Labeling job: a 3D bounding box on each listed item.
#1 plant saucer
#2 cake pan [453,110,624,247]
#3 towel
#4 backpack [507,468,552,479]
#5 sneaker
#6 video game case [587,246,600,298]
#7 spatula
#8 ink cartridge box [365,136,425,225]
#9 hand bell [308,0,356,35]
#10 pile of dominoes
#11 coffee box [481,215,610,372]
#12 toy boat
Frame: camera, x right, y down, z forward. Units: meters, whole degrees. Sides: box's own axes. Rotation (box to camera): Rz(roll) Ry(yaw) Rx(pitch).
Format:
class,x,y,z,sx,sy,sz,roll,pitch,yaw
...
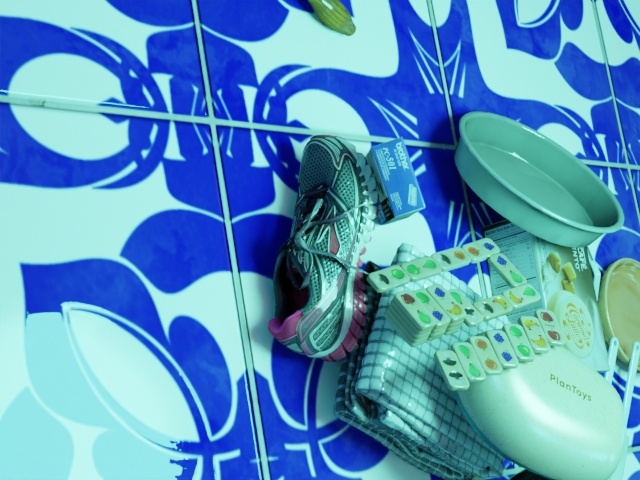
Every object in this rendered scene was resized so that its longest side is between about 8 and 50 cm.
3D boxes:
class,x,y,z,sx,sy,sz,roll,pitch,yaw
plant saucer,0.530,0.130,2.236,0.200,0.037,0.200,19,63,-41
cake pan,0.325,-0.089,1.992,0.293,0.054,0.293,24,28,-14
towel,0.139,0.173,1.764,0.283,0.121,0.235,35,55,-35
backpack,0.314,0.400,1.822,0.144,0.165,0.188,53,49,-20
sneaker,0.000,0.000,1.678,0.112,0.121,0.299,18,64,-38
video game case,0.424,0.043,2.104,0.122,0.011,0.087,-102,-175,-47
spatula,0.455,0.258,2.101,0.168,0.019,0.242,25,70,-34
ink cartridge box,0.096,-0.076,1.761,0.207,0.046,0.097,133,-61,-88
hand bell,-0.024,-0.353,1.816,0.242,0.126,0.126,37,51,-48
pile of dominoes,0.196,0.078,1.652,0.251,0.040,0.196,-16,54,-40
coffee box,0.347,0.090,2.016,0.141,0.098,0.247,5,73,-45
toy boat,0.253,0.265,1.665,0.267,0.148,0.318,33,46,-13
